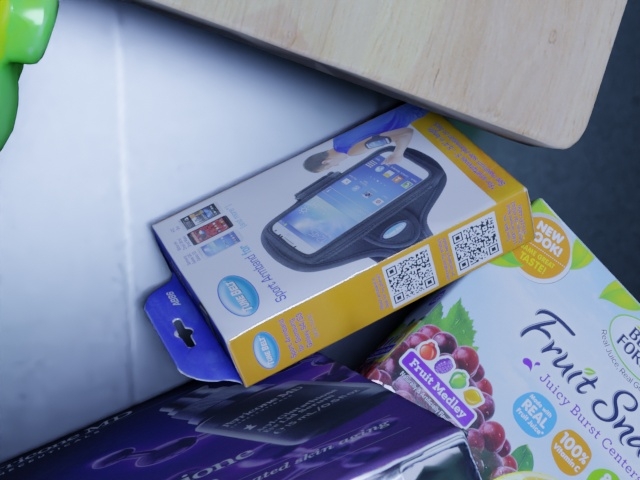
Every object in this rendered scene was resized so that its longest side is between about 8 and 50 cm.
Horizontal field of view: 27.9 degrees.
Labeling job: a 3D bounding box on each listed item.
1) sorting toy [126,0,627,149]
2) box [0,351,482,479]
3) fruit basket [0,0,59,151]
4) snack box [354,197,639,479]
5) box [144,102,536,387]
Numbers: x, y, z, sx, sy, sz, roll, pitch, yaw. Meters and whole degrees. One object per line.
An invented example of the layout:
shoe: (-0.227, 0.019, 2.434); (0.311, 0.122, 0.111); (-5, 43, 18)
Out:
sorting toy: (0.001, -0.192, 0.456); (0.255, 0.089, 0.257); (18, 89, -15)
box: (-0.035, 0.118, 0.411); (0.153, 0.207, 0.108); (-23, 98, -13)
fruit basket: (-0.267, -0.106, 0.306); (0.392, 0.283, 0.392); (-16, 116, -36)
snack box: (0.093, 0.070, 0.485); (0.141, 0.037, 0.100); (46, 70, -3)
box: (0.000, 0.000, 0.475); (0.136, 0.081, 0.028); (-25, 129, -13)
